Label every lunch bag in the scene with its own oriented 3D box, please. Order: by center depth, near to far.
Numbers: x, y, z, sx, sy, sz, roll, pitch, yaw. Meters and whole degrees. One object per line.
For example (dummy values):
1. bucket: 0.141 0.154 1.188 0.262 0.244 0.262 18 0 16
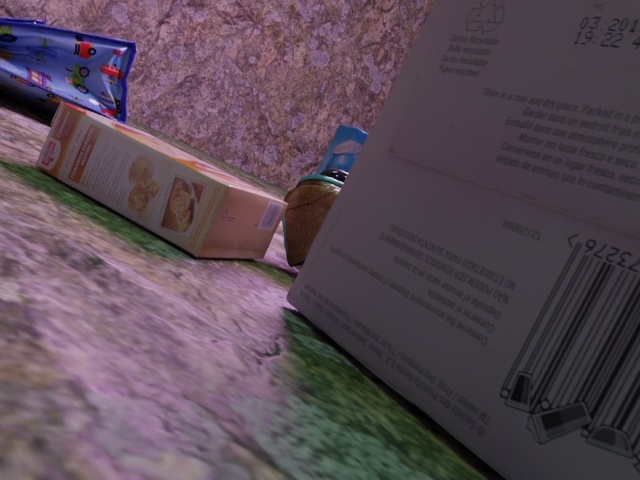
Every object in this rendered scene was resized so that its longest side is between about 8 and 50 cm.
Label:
1. lunch bag: -0.476 -0.276 0.918 0.220 0.138 0.293 13 6 44

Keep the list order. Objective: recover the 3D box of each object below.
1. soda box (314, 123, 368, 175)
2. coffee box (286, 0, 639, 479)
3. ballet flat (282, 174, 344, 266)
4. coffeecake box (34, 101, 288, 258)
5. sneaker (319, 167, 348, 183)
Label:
1. soda box: 0.027 -0.090 1.027 0.067 0.210 0.071 23 5 -27
2. coffee box: 0.251 0.002 0.434 0.334 0.338 0.337 22 6 -39
3. ballet flat: 0.113 0.033 0.671 0.342 0.124 0.116 18 -21 -15
4. coffeecake box: -0.145 -0.052 0.570 0.185 0.068 0.142 27 6 16
5. sneaker: 0.068 -0.014 0.921 0.234 0.078 0.106 49 -2 -14
